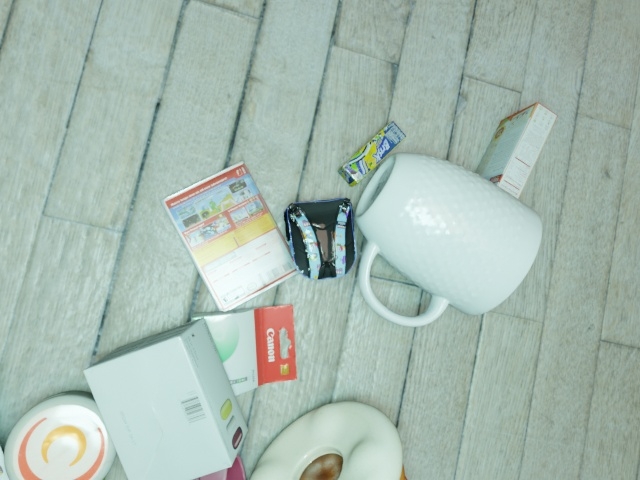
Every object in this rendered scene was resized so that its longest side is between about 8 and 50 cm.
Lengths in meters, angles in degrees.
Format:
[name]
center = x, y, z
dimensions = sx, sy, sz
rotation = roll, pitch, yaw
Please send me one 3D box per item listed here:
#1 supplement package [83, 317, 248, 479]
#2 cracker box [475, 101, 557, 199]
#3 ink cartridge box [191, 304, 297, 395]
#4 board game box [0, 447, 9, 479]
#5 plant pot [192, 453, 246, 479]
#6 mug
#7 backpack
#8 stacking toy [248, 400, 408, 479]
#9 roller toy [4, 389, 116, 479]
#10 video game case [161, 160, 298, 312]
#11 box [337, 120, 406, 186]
[supplement package]
center = -0.291, 0.317, 1.018
dimensions = 0.204, 0.145, 0.262
rotation = -20, 95, 6
[cracker box]
center = 0.453, -0.199, 1.250
dimensions = 0.067, 0.155, 0.232
rotation = 30, 81, -9
[ink cartridge box]
center = -0.161, 0.240, 1.130
dimensions = 0.224, 0.056, 0.181
rotation = -4, 96, -11
[board game box]
center = -0.706, 0.344, 0.969
dimensions = 0.192, 0.053, 0.305
rotation = -20, 91, 21
[plant pot]
center = -0.252, 0.538, 1.041
dimensions = 0.180, 0.201, 0.202
rotation = -8, 88, 3
[mug]
center = 0.231, 0.007, 1.128
dimensions = 0.328, 0.276, 0.374
rotation = 30, 85, -9
[backpack]
center = 0.000, 0.000, 1.159
dimensions = 0.158, 0.117, 0.173
rotation = -7, 87, -13
[stacking toy]
center = 0.095, 0.614, 1.084
dimensions = 0.350, 0.350, 0.480
rotation = -36, 111, -12
[roller toy]
center = -0.494, 0.391, 1.012
dimensions = 0.191, 0.146, 0.209
rotation = 19, 74, -17
[video game case]
center = -0.197, -0.008, 1.164
dimensions = 0.204, 0.025, 0.285
rotation = -28, 93, -12
[box]
center = 0.121, -0.203, 1.228
dimensions = 0.169, 0.059, 0.054
rotation = -43, 94, -12
